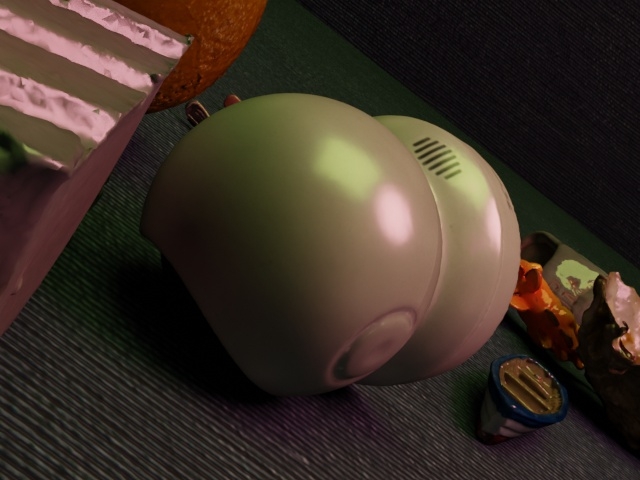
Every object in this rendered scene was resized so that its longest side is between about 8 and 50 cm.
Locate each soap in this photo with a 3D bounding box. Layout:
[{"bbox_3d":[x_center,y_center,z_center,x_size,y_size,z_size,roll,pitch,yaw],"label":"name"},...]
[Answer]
[{"bbox_3d":[-0.124,-0.021,0.509,0.258,0.159,0.302,44,16,34],"label":"soap"}]

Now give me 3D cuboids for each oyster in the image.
[{"bbox_3d":[0.409,0.175,1.267,0.337,0.133,0.198,40,44,-14],"label":"oyster"}]

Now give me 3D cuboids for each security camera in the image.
[{"bbox_3d":[0.000,0.000,0.716,0.194,0.194,0.236,46,19,27],"label":"security camera"}]

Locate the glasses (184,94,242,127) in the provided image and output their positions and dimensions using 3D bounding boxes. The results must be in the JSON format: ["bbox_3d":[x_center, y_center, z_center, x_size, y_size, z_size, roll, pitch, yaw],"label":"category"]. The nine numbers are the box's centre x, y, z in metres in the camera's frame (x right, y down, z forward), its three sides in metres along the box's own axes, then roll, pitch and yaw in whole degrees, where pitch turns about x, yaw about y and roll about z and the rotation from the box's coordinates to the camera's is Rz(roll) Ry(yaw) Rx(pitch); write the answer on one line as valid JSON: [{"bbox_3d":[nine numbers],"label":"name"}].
[{"bbox_3d":[-0.008,-0.062,1.204,0.268,0.118,0.234,19,14,5],"label":"glasses"}]

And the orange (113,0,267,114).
[{"bbox_3d":[-0.163,-0.230,0.871,0.274,0.274,0.274,36,14,-10],"label":"orange"}]

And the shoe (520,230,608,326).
[{"bbox_3d":[0.322,0.063,1.519,0.100,0.103,0.251,28,12,-39],"label":"shoe"}]

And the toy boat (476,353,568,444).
[{"bbox_3d":[0.174,0.141,0.993,0.080,0.046,0.229,42,15,12],"label":"toy boat"}]

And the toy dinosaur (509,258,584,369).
[{"bbox_3d":[0.270,0.093,1.344,0.288,0.070,0.117,50,10,20],"label":"toy dinosaur"}]
